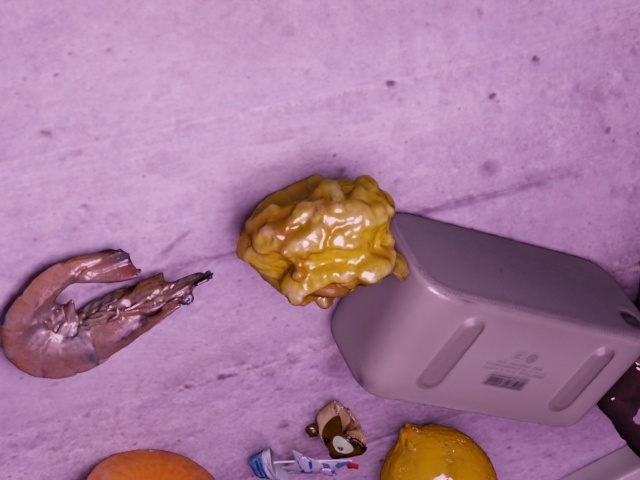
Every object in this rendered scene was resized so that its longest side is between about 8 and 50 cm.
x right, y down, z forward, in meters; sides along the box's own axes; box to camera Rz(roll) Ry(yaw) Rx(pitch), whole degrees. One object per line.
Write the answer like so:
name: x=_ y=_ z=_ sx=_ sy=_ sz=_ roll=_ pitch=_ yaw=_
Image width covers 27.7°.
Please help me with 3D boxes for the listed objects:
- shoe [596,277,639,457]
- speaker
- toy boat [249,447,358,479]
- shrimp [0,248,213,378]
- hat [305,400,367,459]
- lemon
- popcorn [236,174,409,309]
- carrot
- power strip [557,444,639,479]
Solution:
shoe: x=0.487 y=0.161 z=1.862 sx=0.237 sy=0.171 sz=0.384 roll=-31 pitch=139 yaw=-7
speaker: x=0.222 y=0.114 z=1.700 sx=0.406 sy=0.183 sz=0.184 roll=13 pitch=123 yaw=-32
toy boat: x=-0.025 y=0.309 z=1.790 sx=0.149 sy=0.034 sz=0.105 roll=2 pitch=154 yaw=-8
shrimp: x=-0.259 y=0.067 z=1.513 sx=0.254 sy=0.059 sz=0.145 roll=-33 pitch=122 yaw=6
hat: x=0.022 y=0.265 z=1.778 sx=0.059 sy=0.076 sz=0.077 roll=-34 pitch=137 yaw=17
lemon: x=0.167 y=0.351 z=1.850 sx=0.173 sy=0.173 sz=0.206 roll=-31 pitch=108 yaw=-2
popcorn: x=0.001 y=0.005 z=1.506 sx=0.197 sy=0.197 sz=0.156 roll=-13 pitch=97 yaw=-17
carrot: x=-0.239 y=0.426 z=1.700 sx=0.196 sy=0.196 sz=0.254 roll=-1 pitch=128 yaw=-25
power strip: x=0.416 y=0.424 z=2.093 sx=0.385 sy=0.062 sz=0.091 roll=-25 pitch=128 yaw=-8
